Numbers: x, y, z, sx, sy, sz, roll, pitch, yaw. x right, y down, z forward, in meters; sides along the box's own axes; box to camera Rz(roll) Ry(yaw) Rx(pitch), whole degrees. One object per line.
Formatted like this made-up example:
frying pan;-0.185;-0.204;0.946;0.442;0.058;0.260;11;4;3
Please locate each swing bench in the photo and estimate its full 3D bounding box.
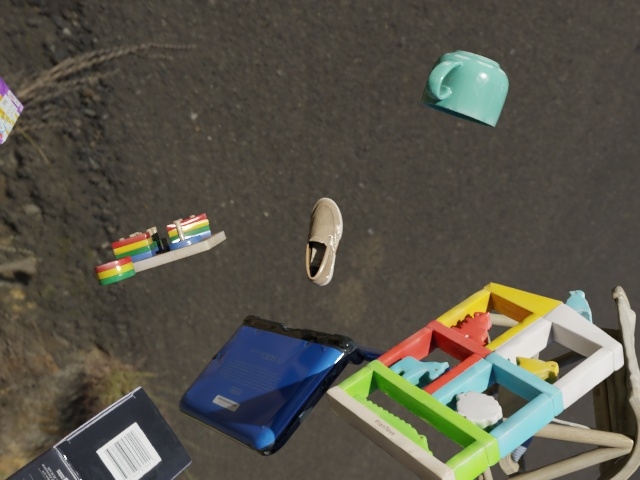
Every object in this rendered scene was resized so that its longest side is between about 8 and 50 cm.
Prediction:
swing bench;0.323;0.213;1.288;0.254;0.253;0.165;-10;116;19

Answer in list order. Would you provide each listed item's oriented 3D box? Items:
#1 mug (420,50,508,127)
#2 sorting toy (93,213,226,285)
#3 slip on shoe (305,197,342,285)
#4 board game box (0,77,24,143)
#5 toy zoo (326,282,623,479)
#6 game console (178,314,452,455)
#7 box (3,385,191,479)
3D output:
mug;0.236;-0.248;1.486;0.158;0.129;0.097;-47;156;-84
sorting toy;-0.201;0.001;1.218;0.132;0.046;0.274;-17;-176;5
slip on shoe;0.000;0.000;1.404;0.041;0.051;0.135;27;71;-65
board game box;-0.467;-0.200;0.983;0.142;0.144;0.275;-32;115;5
toy zoo;0.177;0.134;0.980;0.293;0.192;0.030;-30;123;-24
game console;-0.013;0.201;1.252;0.173;0.293;0.250;48;70;-21
box;-0.272;0.275;1.021;0.207;0.108;0.153;-35;179;29
